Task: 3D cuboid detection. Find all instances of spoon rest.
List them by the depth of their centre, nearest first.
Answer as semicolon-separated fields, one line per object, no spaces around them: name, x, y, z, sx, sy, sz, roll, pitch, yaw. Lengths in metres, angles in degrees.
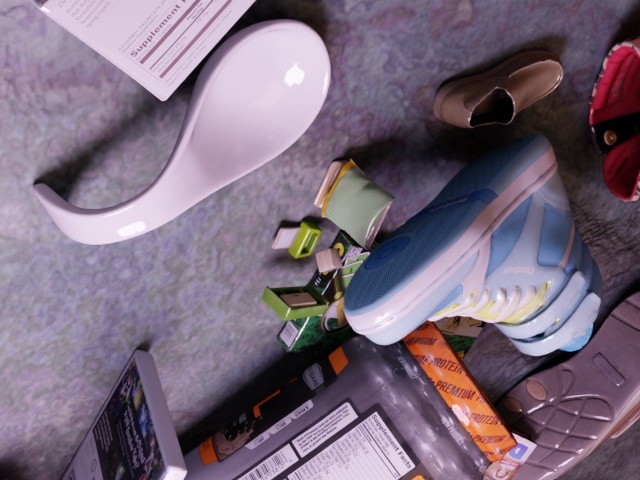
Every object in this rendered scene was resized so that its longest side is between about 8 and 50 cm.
spoon rest;-0.104;-0.084;1.434;0.276;0.084;0.137;-35;140;-7

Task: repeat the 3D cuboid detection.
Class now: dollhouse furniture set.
dollhouse furniture set;0.000;0.000;1.597;0.058;0.076;0.152;-3;127;-48

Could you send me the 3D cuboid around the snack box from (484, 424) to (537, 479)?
snack box;0.158;0.220;1.923;0.178;0.022;0.064;27;106;-26

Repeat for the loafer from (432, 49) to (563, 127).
loafer;0.179;-0.140;1.642;0.148;0.050;0.056;-24;137;-21

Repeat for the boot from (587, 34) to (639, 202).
boot;0.425;-0.108;1.808;0.284;0.138;0.377;-20;138;-22

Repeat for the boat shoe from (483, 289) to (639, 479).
boat shoe;0.324;0.192;2.009;0.324;0.123;0.116;-38;152;7

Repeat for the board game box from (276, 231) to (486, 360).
board game box;0.084;0.068;1.769;0.259;0.030;0.136;9;121;-44

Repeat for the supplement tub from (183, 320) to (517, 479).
supplement tub;0.014;0.233;1.693;0.338;0.207;0.207;-35;141;2

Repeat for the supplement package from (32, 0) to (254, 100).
supplement package;-0.109;-0.273;1.164;0.262;0.204;0.145;-47;142;6

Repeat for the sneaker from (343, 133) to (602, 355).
sneaker;0.166;0.054;1.619;0.319;0.127;0.208;-41;108;-39

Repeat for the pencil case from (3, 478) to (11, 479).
pencil case;-0.374;0.334;1.557;0.284;0.124;0.124;-29;139;-15

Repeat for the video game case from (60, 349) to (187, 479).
video game case;-0.185;0.220;1.561;0.022;0.190;0.173;21;111;-26
